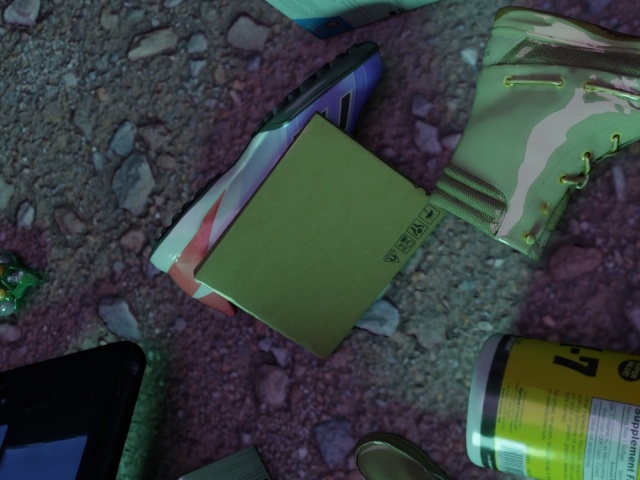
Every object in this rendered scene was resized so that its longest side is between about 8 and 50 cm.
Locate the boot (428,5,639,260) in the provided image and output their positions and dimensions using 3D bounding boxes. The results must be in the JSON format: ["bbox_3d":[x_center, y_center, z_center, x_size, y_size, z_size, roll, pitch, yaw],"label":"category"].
[{"bbox_3d":[0.237,-0.072,0.705,0.261,0.095,0.204,24,97,24],"label":"boot"}]

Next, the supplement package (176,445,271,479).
[{"bbox_3d":[-0.125,0.351,0.817,0.194,0.149,0.203,-33,76,20],"label":"supplement package"}]

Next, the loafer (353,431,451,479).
[{"bbox_3d":[0.091,0.236,0.782,0.148,0.050,0.056,30,100,21],"label":"loafer"}]

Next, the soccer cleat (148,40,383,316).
[{"bbox_3d":[-0.035,-0.061,0.831,0.116,0.109,0.318,43,102,-6],"label":"soccer cleat"}]

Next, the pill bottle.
[{"bbox_3d":[0.236,0.150,0.685,0.208,0.119,0.119,7,91,23],"label":"pill bottle"}]

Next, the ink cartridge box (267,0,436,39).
[{"bbox_3d":[0.051,-0.268,0.767,0.190,0.139,0.082,-14,81,22],"label":"ink cartridge box"}]

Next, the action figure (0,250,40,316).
[{"bbox_3d":[-0.444,0.067,1.016,0.232,0.063,0.137,-16,79,19],"label":"action figure"}]

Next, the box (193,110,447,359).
[{"bbox_3d":[0.000,0.000,0.796,0.164,0.021,0.201,34,104,-17],"label":"box"}]

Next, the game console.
[{"bbox_3d":[-0.347,0.301,0.840,0.341,0.060,0.387,-20,46,33],"label":"game console"}]
